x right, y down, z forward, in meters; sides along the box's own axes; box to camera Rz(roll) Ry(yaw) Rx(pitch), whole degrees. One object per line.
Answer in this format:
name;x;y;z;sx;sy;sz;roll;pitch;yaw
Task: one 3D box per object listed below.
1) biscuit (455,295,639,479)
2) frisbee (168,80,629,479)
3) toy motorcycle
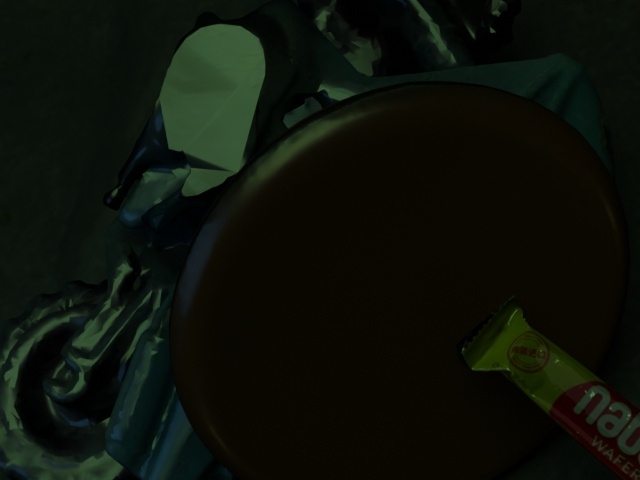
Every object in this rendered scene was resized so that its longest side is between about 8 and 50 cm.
biscuit;0.190;0.133;0.964;0.292;0.026;0.048;39;72;10
frisbee;0.046;0.037;0.996;0.251;0.251;0.021;-34;33;-1
toy motorcycle;0.000;0.000;1.071;0.232;0.172;0.416;37;81;22
